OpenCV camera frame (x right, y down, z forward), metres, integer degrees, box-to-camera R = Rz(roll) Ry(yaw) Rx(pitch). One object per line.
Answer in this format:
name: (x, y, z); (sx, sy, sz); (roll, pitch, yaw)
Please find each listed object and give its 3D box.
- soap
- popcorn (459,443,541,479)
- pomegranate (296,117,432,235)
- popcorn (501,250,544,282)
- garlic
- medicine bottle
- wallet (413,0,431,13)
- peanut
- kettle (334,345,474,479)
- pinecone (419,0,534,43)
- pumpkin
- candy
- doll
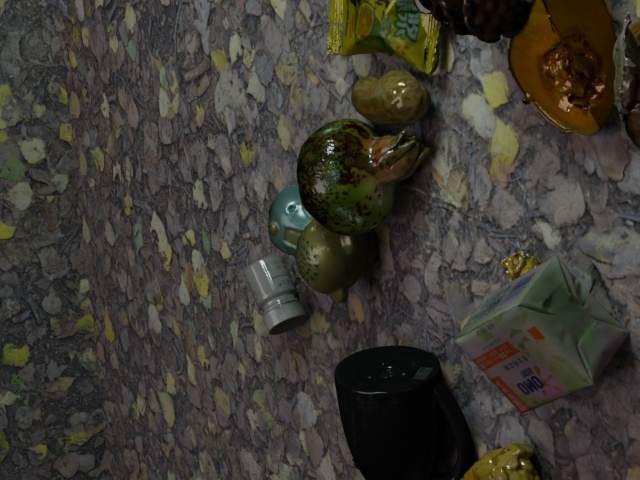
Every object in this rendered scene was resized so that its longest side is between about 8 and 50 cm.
soap: (0.355, 0.158, 1.756); (0.182, 0.138, 0.199); (46, 143, -3)
popcorn: (0.325, 0.452, 1.947); (0.194, 0.140, 0.163); (0, 105, 56)
pomegranate: (0.086, -0.141, 2.117); (0.222, 0.276, 0.204); (61, -171, -11)
popcorn: (0.348, 0.051, 1.838); (0.083, 0.082, 0.057); (26, 107, 2)
garlic: (0.478, -0.247, 1.437); (0.207, 0.207, 0.257); (59, 136, 28)
medicine bottle: (-0.107, 0.127, 2.546); (0.105, 0.105, 0.168); (-51, 57, 51)
wallet: (0.204, -0.525, 1.880); (0.137, 0.031, 0.255); (-4, 99, 28)
peanut: (0.132, -0.273, 2.060); (0.226, 0.095, 0.108); (13, 78, 61)
kettle: (0.171, 0.381, 2.131); (0.268, 0.207, 0.290); (3, 110, 29)
pinecone: (0.249, -0.426, 1.675); (0.257, 0.243, 0.243); (19, 117, 31)
pumpkin: (0.359, -0.300, 1.646); (0.163, 0.111, 0.278); (22, 152, 52)
candy: (0.119, -0.420, 2.034); (0.297, 0.081, 0.187); (23, 120, 43)
doll: (0.000, 0.000, 2.288); (0.261, 0.161, 0.177); (46, 134, 44)
